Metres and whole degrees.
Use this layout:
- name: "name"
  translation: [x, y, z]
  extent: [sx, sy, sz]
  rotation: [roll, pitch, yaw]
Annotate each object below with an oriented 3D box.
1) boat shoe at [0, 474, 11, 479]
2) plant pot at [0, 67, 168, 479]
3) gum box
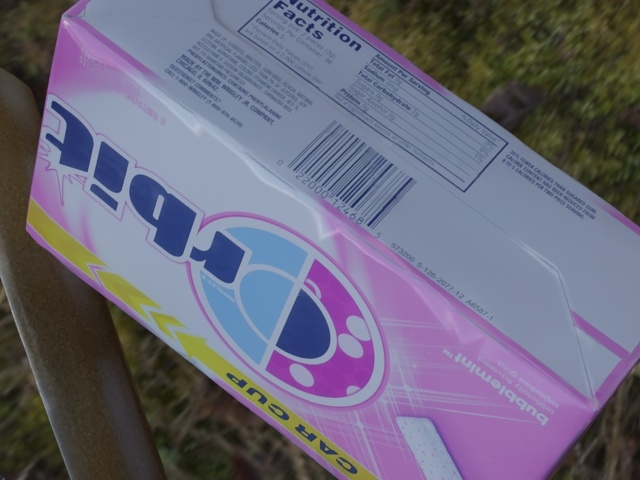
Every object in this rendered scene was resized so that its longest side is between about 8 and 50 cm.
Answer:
- name: "boat shoe"
  translation: [-0.149, 0.112, 0.595]
  extent: [0.049, 0.137, 0.043]
  rotation: [-21, 102, 49]
- name: "plant pot"
  translation: [-0.096, 0.034, 0.723]
  extent: [0.032, 0.236, 0.236]
  rotation: [-19, 102, -7]
- name: "gum box"
  translation: [0.000, 0.000, 0.538]
  extent: [0.188, 0.062, 0.107]
  rotation: [37, 144, 10]
